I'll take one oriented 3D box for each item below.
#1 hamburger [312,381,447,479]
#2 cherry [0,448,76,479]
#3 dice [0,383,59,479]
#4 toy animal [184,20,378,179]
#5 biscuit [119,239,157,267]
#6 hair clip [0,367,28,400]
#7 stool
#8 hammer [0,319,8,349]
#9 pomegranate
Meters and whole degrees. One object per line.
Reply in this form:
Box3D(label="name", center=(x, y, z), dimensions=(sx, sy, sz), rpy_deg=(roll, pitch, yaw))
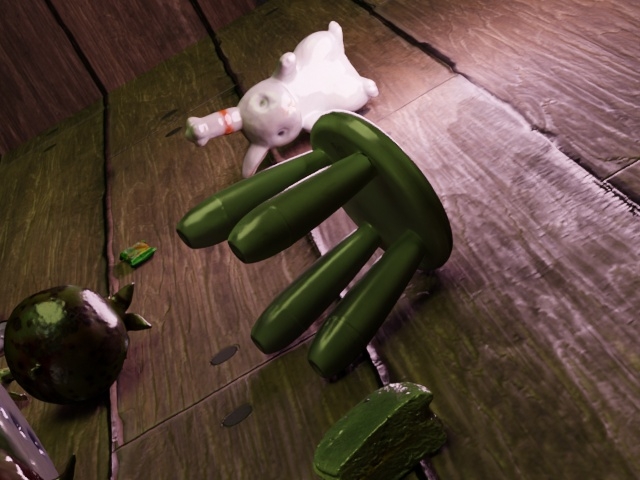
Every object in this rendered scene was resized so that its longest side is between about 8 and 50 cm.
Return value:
Box3D(label="hamburger", center=(0.039, 0.163, 1.182), dimensions=(0.121, 0.054, 0.084), rpy_deg=(-42, 22, -10))
Box3D(label="cherry", center=(-0.256, 0.278, 1.057), dimensions=(0.300, 0.230, 0.203), rpy_deg=(-46, 41, 3))
Box3D(label="dice", center=(-0.368, 0.229, 1.398), dimensions=(0.194, 0.193, 0.192), rpy_deg=(-32, 13, -6))
Box3D(label="toy animal", center=(-0.049, -0.193, 2.124), dimensions=(0.282, 0.141, 0.138), rpy_deg=(-37, 10, -30))
Box3D(label="biscuit", center=(-0.260, 0.018, 2.074), dimensions=(0.046, 0.016, 0.089), rpy_deg=(-34, 18, -11))
Box3D(label="hair clip", center=(-0.456, 0.187, 1.807), dimensions=(0.213, 0.062, 0.056), rpy_deg=(-4, 66, 18))
Box3D(label="stool", center=(0.000, 0.000, 1.444), dimensions=(0.198, 0.195, 0.195), rpy_deg=(-39, 20, -19))
Box3D(label="hammer", center=(-0.545, 0.237, 1.909), dimensions=(0.152, 0.044, 0.427), rpy_deg=(-9, 26, 49))
Box3D(label="pomegranate", center=(-0.276, 0.119, 1.678), dimensions=(0.148, 0.149, 0.169), rpy_deg=(-12, -5, 43))
